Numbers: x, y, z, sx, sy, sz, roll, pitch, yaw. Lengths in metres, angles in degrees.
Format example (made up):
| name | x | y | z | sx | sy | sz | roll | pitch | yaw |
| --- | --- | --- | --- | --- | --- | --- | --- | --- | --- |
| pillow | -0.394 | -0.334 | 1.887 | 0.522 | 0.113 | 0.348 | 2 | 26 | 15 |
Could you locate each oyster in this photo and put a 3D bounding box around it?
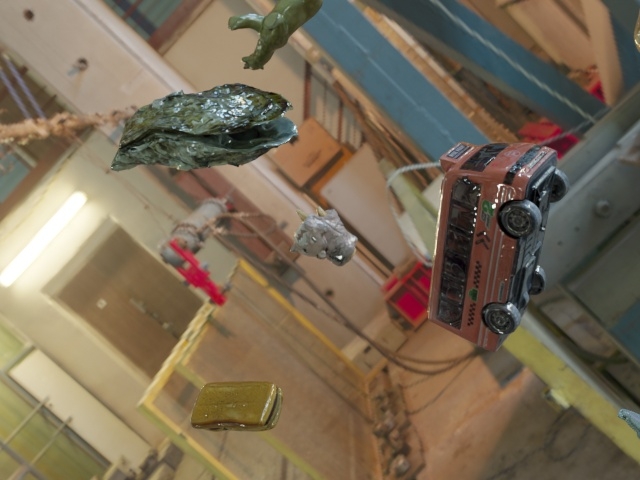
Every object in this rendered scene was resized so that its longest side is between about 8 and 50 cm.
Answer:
| name | x | y | z | sx | sy | sz | roll | pitch | yaw |
| --- | --- | --- | --- | --- | --- | --- | --- | --- | --- |
| oyster | -0.218 | -0.195 | 1.367 | 0.350 | 0.158 | 0.162 | -16 | 15 | -1 |

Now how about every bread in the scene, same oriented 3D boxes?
| name | x | y | z | sx | sy | sz | roll | pitch | yaw |
| --- | --- | --- | --- | --- | --- | --- | --- | --- | --- |
| bread | -0.184 | 0.370 | 1.680 | 0.200 | 0.077 | 0.116 | -6 | 53 | 23 |

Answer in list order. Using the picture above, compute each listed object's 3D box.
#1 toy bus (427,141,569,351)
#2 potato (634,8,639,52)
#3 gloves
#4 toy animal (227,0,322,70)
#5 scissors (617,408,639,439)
| name | x | y | z | sx | sy | sz | roll | pitch | yaw |
| --- | --- | --- | --- | --- | --- | --- | --- | --- | --- |
| toy bus | 0.361 | 0.003 | 1.610 | 0.203 | 0.232 | 0.427 | -38 | -42 | -45 |
| potato | 0.599 | -0.360 | 1.311 | 0.112 | 0.147 | 0.112 | -26 | 31 | 17 |
| gloves | 0.007 | -0.004 | 1.595 | 0.094 | 0.144 | 0.110 | -77 | 5 | -54 |
| toy animal | -0.073 | -0.404 | 1.396 | 0.219 | 0.103 | 0.101 | -47 | -31 | 4 |
| scissors | 0.755 | 0.435 | 1.746 | 0.030 | 0.256 | 0.125 | 11 | 74 | 53 |
